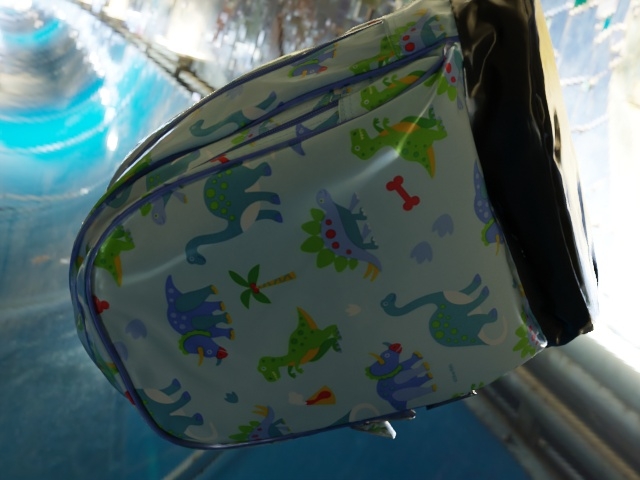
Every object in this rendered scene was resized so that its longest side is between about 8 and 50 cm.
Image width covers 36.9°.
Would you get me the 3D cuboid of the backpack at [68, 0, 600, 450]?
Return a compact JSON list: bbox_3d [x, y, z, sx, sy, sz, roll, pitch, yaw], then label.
[{"bbox_3d":[0.000,0.000,0.683,0.356,0.290,0.273,-9,-151,20],"label":"backpack"}]
